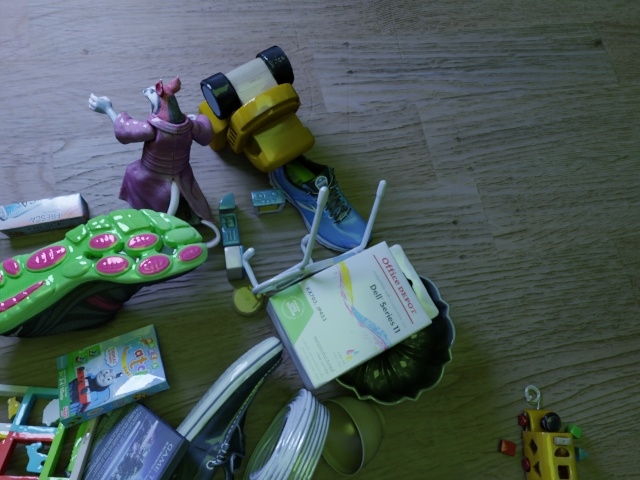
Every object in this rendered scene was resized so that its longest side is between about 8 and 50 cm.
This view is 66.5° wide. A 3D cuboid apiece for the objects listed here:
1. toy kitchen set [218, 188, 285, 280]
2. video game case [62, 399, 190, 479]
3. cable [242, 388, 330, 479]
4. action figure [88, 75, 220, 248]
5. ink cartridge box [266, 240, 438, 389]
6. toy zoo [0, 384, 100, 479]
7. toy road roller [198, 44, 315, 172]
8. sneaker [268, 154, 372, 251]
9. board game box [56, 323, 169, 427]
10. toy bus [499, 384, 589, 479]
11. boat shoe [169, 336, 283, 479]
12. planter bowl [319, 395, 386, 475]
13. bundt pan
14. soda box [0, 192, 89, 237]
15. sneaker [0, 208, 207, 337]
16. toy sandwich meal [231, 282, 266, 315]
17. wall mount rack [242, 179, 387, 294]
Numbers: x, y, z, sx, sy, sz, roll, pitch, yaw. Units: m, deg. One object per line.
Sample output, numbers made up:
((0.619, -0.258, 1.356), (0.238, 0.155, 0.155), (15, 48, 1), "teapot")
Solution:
((-0.157, -0.024, 1.189), (0.166, 0.122, 0.207), (-7, 74, -12), "toy kitchen set")
((-0.388, 0.427, 0.959), (0.274, 0.026, 0.196), (12, 63, 42), "video game case")
((-0.070, 0.433, 0.985), (0.089, 0.257, 0.257), (33, 86, -3), "cable")
((-0.351, -0.180, 1.074), (0.248, 0.370, 0.276), (-10, 53, -27), "action figure")
((0.087, 0.143, 1.047), (0.353, 0.119, 0.207), (-26, 77, -16), "ink cartridge box")
((-0.614, 0.391, 0.988), (0.293, 0.030, 0.192), (6, 48, -7), "toy zoo")
((-0.149, -0.275, 1.176), (0.202, 0.329, 0.241), (-32, 91, -17), "toy road roller")
((0.000, -0.101, 1.227), (0.330, 0.147, 0.130), (42, 71, 4), "sneaker")
((-0.447, 0.284, 1.050), (0.211, 0.039, 0.160), (-18, 47, -16), "board game box")
((0.544, 0.477, 1.154), (0.191, 0.104, 0.202), (-41, 83, -19), "toy bus")
((-0.223, 0.422, 1.010), (0.156, 0.187, 0.500), (37, 75, -2), "boat shoe")
((0.075, 0.416, 1.080), (0.109, 0.162, 0.162), (-8, 72, -39), "planter bowl")
((0.143, 0.220, 1.160), (0.330, 0.124, 0.331), (3, 71, -8), "bundt pan")
((-0.650, -0.059, 1.152), (0.183, 0.058, 0.063), (-12, 75, -13), "soda box")
((-0.480, 0.077, 1.057), (0.482, 0.202, 0.185), (-18, 66, -6), "sneaker")
((-0.175, 0.141, 1.184), (0.085, 0.029, 0.086), (2, 77, -7), "toy sandwich meal")
((0.000, 0.000, 1.067), (0.350, 0.304, 0.131), (-15, 78, -49), "wall mount rack")
